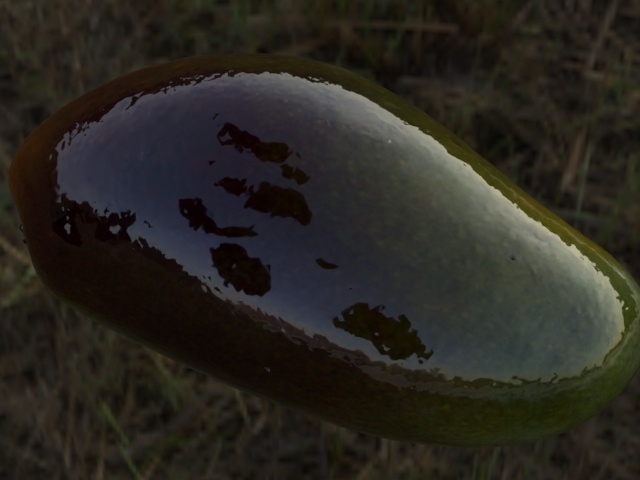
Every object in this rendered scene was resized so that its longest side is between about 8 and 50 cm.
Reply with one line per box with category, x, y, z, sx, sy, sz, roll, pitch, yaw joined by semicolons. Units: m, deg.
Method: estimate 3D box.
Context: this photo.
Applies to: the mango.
mango;0.000;0.000;0.776;0.267;0.111;0.133;19;82;11
